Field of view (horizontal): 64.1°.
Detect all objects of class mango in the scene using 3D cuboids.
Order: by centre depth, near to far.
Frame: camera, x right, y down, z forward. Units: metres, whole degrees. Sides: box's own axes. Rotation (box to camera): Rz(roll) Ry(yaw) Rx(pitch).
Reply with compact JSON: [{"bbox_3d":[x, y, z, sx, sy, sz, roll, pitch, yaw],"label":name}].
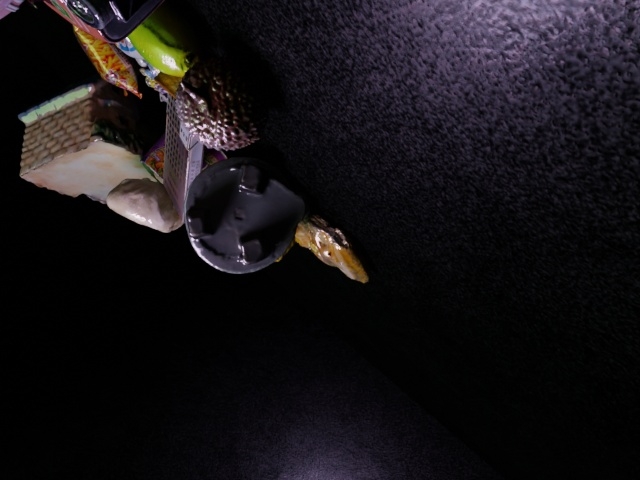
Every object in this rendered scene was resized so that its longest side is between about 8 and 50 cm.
[{"bbox_3d":[-0.309,-0.393,0.953,0.233,0.111,0.125,39,160,13],"label":"mango"}]

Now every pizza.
[{"bbox_3d":[0.000,0.000,1.330,0.297,0.071,0.189,36,165,35],"label":"pizza"}]

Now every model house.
[{"bbox_3d":[-0.723,-0.374,1.767,0.445,0.396,0.399,27,-132,-59],"label":"model house"}]

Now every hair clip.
[{"bbox_3d":[-0.421,-0.438,1.312,0.116,0.049,0.172,18,146,33],"label":"hair clip"}]

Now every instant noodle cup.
[{"bbox_3d":[-0.423,-0.238,1.596,0.251,0.190,0.251,41,167,12],"label":"instant noodle cup"}]

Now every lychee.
[{"bbox_3d":[-0.176,-0.240,0.904,0.165,0.165,0.197,41,-160,12],"label":"lychee"}]

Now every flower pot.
[{"bbox_3d":[-0.178,-0.069,1.263,0.299,0.299,0.283,45,179,-5],"label":"flower pot"}]

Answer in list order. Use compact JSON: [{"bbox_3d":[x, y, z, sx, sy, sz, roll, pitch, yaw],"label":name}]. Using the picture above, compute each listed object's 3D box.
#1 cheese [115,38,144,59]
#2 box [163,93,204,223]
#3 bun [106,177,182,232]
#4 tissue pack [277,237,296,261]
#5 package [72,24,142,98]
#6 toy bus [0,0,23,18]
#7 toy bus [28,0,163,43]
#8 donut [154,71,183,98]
[{"bbox_3d":[-0.406,-0.459,1.121,0.286,0.074,0.189,34,165,34],"label":"cheese"},{"bbox_3d":[-0.358,-0.222,1.329,0.180,0.047,0.324,56,143,34],"label":"box"},{"bbox_3d":[-0.512,-0.115,1.530,0.231,0.133,0.231,22,-179,0],"label":"bun"},{"bbox_3d":[-0.208,-0.075,1.583,0.192,0.134,0.270,31,162,42],"label":"tissue pack"},{"bbox_3d":[-0.595,-0.529,1.416,0.223,0.109,0.288,33,156,58],"label":"package"},{"bbox_3d":[-0.776,-0.661,1.210,0.197,0.294,0.232,44,-175,-5],"label":"toy bus"},{"bbox_3d":[-0.318,-0.445,0.555,0.233,0.203,0.426,32,163,15],"label":"toy bus"},{"bbox_3d":[-0.253,-0.307,1.056,0.178,0.065,0.162,41,-166,14],"label":"donut"}]
